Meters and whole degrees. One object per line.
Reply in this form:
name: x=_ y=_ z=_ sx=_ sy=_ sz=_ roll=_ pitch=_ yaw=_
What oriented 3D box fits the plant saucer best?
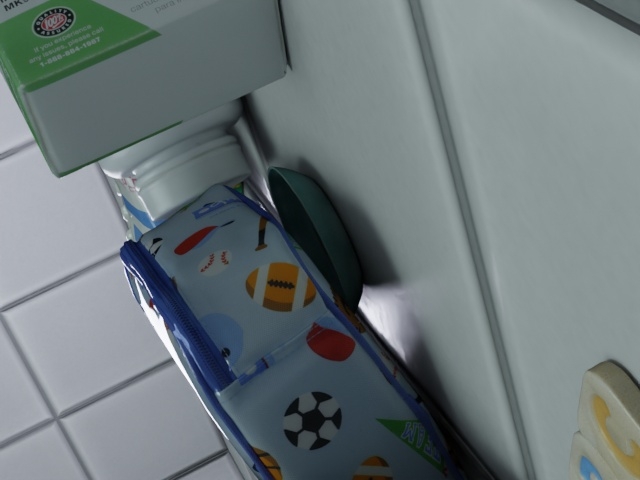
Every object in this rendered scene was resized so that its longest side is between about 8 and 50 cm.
plant saucer: x=0.000 y=0.000 z=0.836 sx=0.119 sy=0.021 sz=0.119 roll=61 pitch=170 yaw=19

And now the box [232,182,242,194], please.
box: x=-0.130 y=-0.102 z=1.173 sx=0.179 sy=0.043 sz=0.105 roll=63 pitch=169 yaw=16

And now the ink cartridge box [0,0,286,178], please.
ink cartridge box: x=-0.137 y=-0.166 z=0.740 sx=0.212 sy=0.154 sz=0.093 roll=58 pitch=168 yaw=30

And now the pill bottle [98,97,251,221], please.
pill bottle: x=-0.135 y=-0.128 z=0.922 sx=0.215 sy=0.117 sz=0.117 roll=64 pitch=169 yaw=1

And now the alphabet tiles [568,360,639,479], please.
alphabet tiles: x=0.171 y=0.187 z=0.458 sx=0.278 sy=0.021 sz=0.284 roll=57 pitch=168 yaw=32

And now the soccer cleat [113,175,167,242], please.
soccer cleat: x=-0.132 y=-0.020 z=1.051 sx=0.143 sy=0.116 sz=0.331 roll=-51 pitch=60 yaw=36

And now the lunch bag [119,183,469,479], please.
lunch bag: x=-0.015 y=0.113 z=0.846 sx=0.303 sy=0.115 sz=0.243 roll=59 pitch=169 yaw=-21
